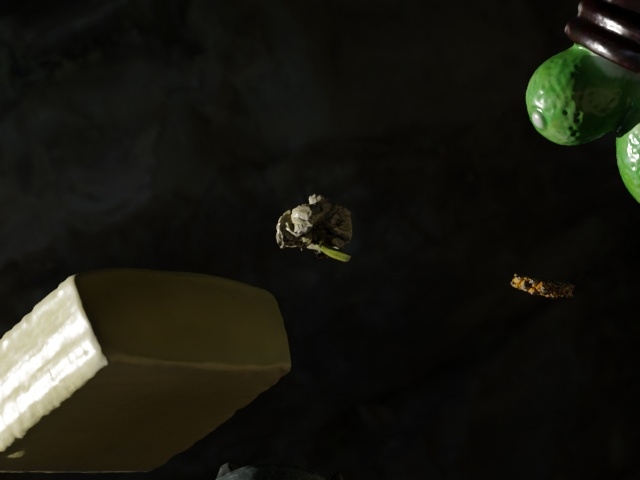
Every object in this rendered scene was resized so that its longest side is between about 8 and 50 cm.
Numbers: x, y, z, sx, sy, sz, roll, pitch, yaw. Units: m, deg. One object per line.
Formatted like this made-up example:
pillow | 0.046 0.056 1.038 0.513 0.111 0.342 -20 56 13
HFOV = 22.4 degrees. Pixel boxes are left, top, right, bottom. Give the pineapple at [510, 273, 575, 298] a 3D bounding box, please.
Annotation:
pineapple | 0.279 0.057 1.995 0.045 0.083 0.019 -116 36 -75

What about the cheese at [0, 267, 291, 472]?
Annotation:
cheese | -0.200 0.136 1.622 0.242 0.265 0.124 3 -121 -43

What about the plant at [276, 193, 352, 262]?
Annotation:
plant | 0.000 0.000 2.377 0.122 0.116 0.104 63 180 40

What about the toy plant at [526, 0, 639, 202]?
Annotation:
toy plant | 0.320 -0.153 1.555 0.175 0.218 0.235 -72 5 -76

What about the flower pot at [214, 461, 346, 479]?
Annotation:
flower pot | -0.082 0.475 2.371 0.283 0.299 0.299 -78 -35 -60
